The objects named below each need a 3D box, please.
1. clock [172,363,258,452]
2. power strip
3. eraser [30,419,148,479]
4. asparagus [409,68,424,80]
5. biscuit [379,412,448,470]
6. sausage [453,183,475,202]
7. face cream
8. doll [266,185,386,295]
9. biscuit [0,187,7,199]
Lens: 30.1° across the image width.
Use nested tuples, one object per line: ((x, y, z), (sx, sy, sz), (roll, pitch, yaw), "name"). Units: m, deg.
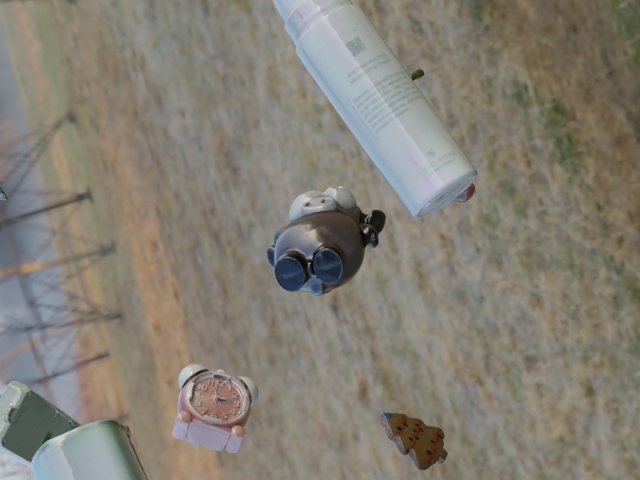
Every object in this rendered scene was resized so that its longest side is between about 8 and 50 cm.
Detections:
((-0.214, 0.333, 2.392), (0.093, 0.166, 0.162), (113, 171, -48), "clock")
((-0.357, 0.242, 1.500), (0.035, 0.081, 0.192), (18, 161, 22), "power strip")
((-0.172, 0.321, 1.106), (0.290, 0.104, 0.189), (63, 159, 19), "eraser")
((0.158, -0.278, 2.031), (0.127, 0.015, 0.018), (-41, -38, -66), "asparagus")
((0.156, 0.329, 2.000), (0.019, 0.130, 0.119), (-60, -5, 30), "biscuit")
((0.127, -0.109, 1.618), (0.186, 0.043, 0.043), (35, 163, 4), "sausage")
((0.056, -0.191, 1.465), (0.345, 0.102, 0.102), (57, 165, 13), "face cream")
((0.000, 0.002, 1.753), (0.257, 0.182, 0.117), (-69, -33, -65), "doll")
((-0.555, -0.141, 1.659), (0.232, 0.013, 0.237), (8, 144, 53), "biscuit")
